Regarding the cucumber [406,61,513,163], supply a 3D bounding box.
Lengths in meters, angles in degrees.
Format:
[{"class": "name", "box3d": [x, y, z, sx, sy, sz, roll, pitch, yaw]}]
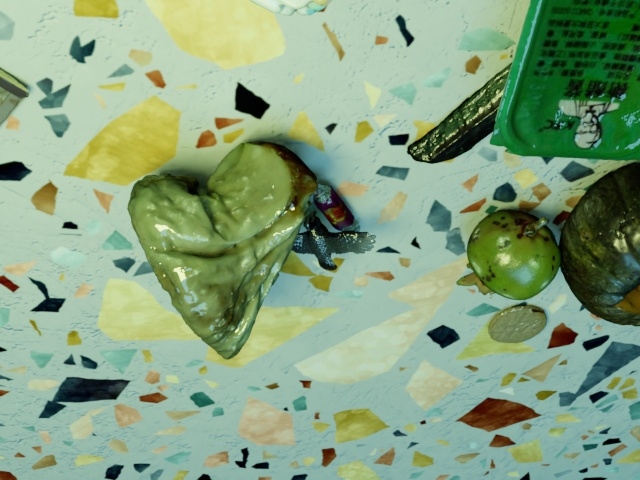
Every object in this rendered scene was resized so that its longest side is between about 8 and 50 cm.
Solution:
[{"class": "cucumber", "box3d": [0.232, -0.176, 1.446, 0.220, 0.046, 0.070, -38, 139, 28]}]

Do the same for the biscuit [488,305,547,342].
[{"class": "biscuit", "box3d": [0.384, 0.164, 1.863, 0.120, 0.015, 0.120, -5, 138, -4]}]

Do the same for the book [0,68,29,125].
[{"class": "book", "box3d": [-0.532, -0.178, 1.328, 0.157, 0.026, 0.231, 31, 124, -32]}]

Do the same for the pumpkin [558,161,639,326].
[{"class": "pumpkin", "box3d": [0.550, 0.016, 1.594, 0.320, 0.192, 0.320, -1, 143, -1]}]

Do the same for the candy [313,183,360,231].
[{"class": "candy", "box3d": [0.018, -0.053, 1.544, 0.045, 0.043, 0.175, -20, 141, 16]}]

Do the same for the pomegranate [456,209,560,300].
[{"class": "pomegranate", "box3d": [0.320, 0.028, 1.626, 0.156, 0.156, 0.220, -4, 170, -5]}]

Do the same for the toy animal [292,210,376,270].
[{"class": "toy animal", "box3d": [0.000, 0.000, 1.540, 0.220, 0.062, 0.108, 7, 157, 29]}]

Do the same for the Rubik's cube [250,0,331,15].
[{"class": "Rubik's cube", "box3d": [-0.050, -0.456, 0.826, 0.352, 0.352, 0.347, 28, 126, -21]}]

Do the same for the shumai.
[{"class": "shumai", "box3d": [-0.107, -0.007, 1.415, 0.263, 0.309, 0.304, -30, 104, 2]}]

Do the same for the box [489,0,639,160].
[{"class": "box", "box3d": [0.375, -0.275, 1.291, 0.264, 0.106, 0.337, 2, 128, -11]}]
